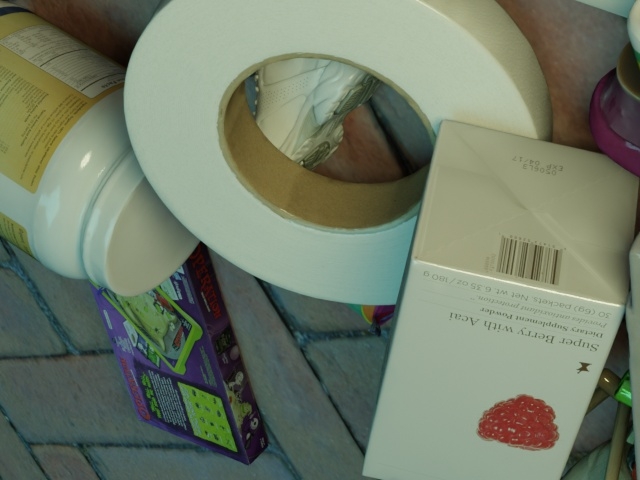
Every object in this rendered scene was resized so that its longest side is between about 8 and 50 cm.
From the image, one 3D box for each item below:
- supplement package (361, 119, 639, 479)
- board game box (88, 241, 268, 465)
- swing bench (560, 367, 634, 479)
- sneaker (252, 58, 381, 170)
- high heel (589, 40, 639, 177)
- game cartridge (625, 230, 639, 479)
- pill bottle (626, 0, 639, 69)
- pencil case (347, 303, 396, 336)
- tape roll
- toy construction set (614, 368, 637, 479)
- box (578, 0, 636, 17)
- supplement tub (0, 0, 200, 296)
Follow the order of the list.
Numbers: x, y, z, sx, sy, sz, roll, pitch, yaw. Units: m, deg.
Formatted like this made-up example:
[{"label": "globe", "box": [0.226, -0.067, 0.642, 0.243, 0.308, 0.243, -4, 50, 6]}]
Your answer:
[{"label": "supplement package", "box": [0.152, 0.073, 1.475, 0.177, 0.175, 0.293, 12, 136, 3]}, {"label": "board game box", "box": [-0.190, 0.112, 2.122, 0.208, 0.056, 0.347, 14, 133, 34]}, {"label": "swing bench", "box": [0.307, 0.284, 1.625, 0.254, 0.165, 0.253, 24, 146, -9]}, {"label": "sneaker", "box": [-0.027, -0.138, 1.660, 0.115, 0.090, 0.232, 52, 132, 13]}, {"label": "high heel", "box": [0.383, -0.034, 1.325, 0.377, 0.127, 0.181, 37, 172, 10]}, {"label": "game cartridge", "box": [0.353, 0.155, 1.316, 0.230, 0.068, 0.355, 15, 131, 32]}, {"label": "pill bottle", "box": [0.291, -0.077, 1.154, 0.117, 0.117, 0.208, 6, 129, 45]}, {"label": "pencil case", "box": [0.000, 0.000, 1.754, 0.236, 0.104, 0.104, 34, 144, 21]}, {"label": "tape roll", "box": [0.016, -0.102, 1.534, 0.392, 0.072, 0.392, 10, 135, 10]}, {"label": "toy construction set", "box": [0.376, 0.147, 1.431, 0.327, 0.151, 0.215, 39, 145, 13]}, {"label": "box", "box": [0.208, -0.265, 1.182, 0.181, 0.119, 0.182, 18, 143, -3]}, {"label": "supplement tub", "box": [-0.283, -0.098, 1.850, 0.316, 0.228, 0.228, 32, 143, 23]}]
